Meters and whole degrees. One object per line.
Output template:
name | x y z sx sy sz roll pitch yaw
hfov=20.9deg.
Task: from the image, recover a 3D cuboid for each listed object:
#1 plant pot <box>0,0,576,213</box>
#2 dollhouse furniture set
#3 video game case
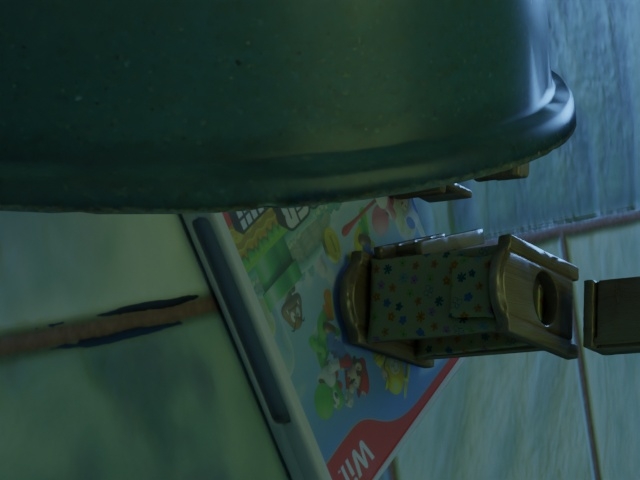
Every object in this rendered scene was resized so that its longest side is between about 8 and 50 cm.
plant pot | -0.070 -0.213 0.638 0.341 0.341 0.334 -24 118 -56
dollhouse furniture set | 0.116 -0.015 1.044 0.101 0.182 0.161 22 66 -53
video game case | 0.000 0.000 1.056 0.204 0.025 0.285 -47 122 -50
